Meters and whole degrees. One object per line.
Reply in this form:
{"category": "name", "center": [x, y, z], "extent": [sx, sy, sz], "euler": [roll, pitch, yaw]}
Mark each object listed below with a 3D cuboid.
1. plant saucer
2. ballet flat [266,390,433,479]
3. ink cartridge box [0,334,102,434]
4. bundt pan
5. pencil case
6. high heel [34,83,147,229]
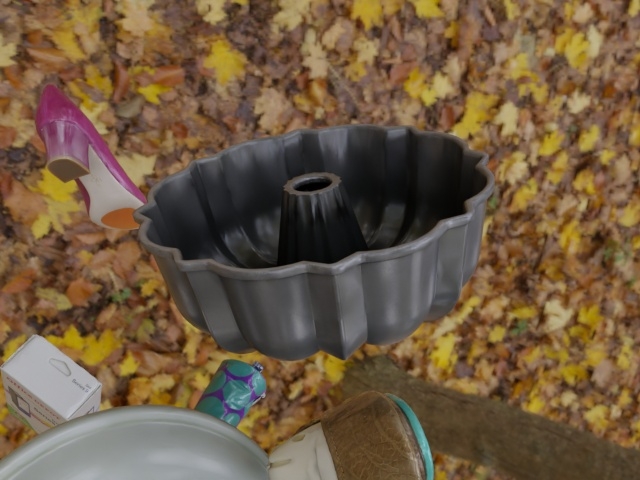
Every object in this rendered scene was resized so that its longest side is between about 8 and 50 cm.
{"category": "plant saucer", "center": [-0.175, 0.363, 0.739], "extent": [0.400, 0.100, 0.400], "euler": [-3, 95, -29]}
{"category": "ballet flat", "center": [0.011, 0.206, 0.732], "extent": [0.124, 0.342, 0.116], "euler": [-13, 81, -8]}
{"category": "ink cartridge box", "center": [-0.485, 0.284, 1.412], "extent": [0.093, 0.154, 0.212], "euler": [-50, 173, -37]}
{"category": "bundt pan", "center": [0.000, 0.000, 0.739], "extent": [0.331, 0.331, 0.124], "euler": [-29, 124, -35]}
{"category": "pencil case", "center": [-0.122, 0.216, 0.949], "extent": [0.152, 0.070, 0.064], "euler": [-59, -178, -37]}
{"category": "high heel", "center": [-0.295, -0.100, 1.028], "extent": [0.244, 0.082, 0.117], "euler": [48, 25, -63]}
